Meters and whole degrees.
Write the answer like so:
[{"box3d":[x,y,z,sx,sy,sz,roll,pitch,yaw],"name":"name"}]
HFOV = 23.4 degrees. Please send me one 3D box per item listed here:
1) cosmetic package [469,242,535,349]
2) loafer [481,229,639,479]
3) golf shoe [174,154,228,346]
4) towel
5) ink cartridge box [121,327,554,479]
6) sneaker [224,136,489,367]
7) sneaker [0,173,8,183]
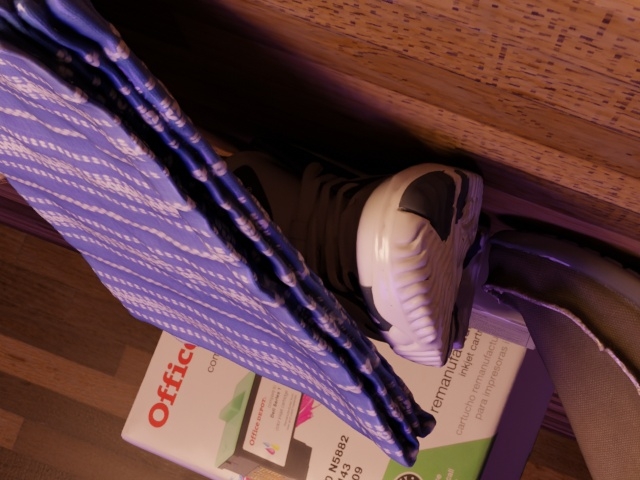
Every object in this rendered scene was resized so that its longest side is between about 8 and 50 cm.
[{"box3d":[0.111,0.033,0.930,0.060,0.041,0.115,21,174,7],"name":"cosmetic package"},{"box3d":[0.172,0.093,0.800,0.251,0.087,0.094,43,173,-7],"name":"loafer"},{"box3d":[-0.075,-0.004,1.009,0.140,0.115,0.306,35,163,-20],"name":"golf shoe"},{"box3d":[-0.104,-0.022,0.710,0.243,0.040,0.336,21,158,43],"name":"towel"},{"box3d":[0.018,0.111,1.160,0.278,0.201,0.117,19,173,25],"name":"ink cartridge box"},{"box3d":[0.000,0.000,0.764,0.153,0.094,0.235,12,-178,10],"name":"sneaker"},{"box3d":[-0.251,-0.097,0.848,0.282,0.153,0.099,-9,-179,-19],"name":"sneaker"}]
